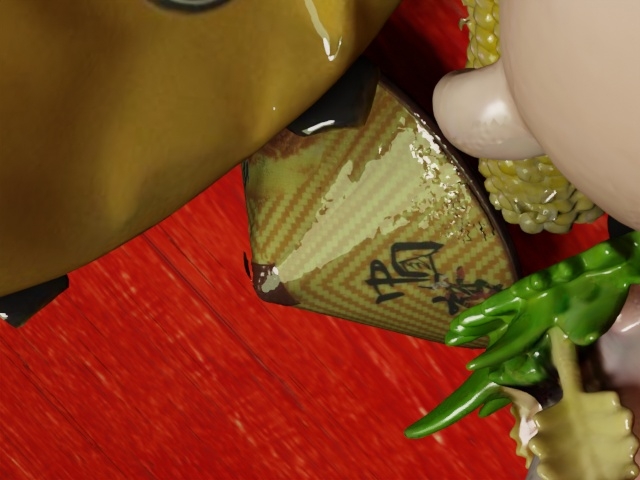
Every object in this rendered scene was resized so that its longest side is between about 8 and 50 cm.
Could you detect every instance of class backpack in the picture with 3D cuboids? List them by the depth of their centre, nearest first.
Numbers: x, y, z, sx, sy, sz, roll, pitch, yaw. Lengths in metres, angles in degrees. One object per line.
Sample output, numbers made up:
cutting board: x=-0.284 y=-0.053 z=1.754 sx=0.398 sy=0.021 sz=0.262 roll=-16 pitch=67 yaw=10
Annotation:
backpack: x=-0.134 y=-0.158 z=0.572 sx=0.201 sy=0.353 sz=0.378 roll=32 pitch=156 yaw=54

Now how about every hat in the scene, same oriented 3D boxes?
hat: x=0.000 y=0.000 z=0.788 sx=0.193 sy=0.082 sz=0.193 roll=39 pitch=155 yaw=22

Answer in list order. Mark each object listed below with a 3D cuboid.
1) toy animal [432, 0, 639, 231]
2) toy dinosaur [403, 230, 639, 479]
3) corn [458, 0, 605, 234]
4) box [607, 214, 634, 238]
toy animal: x=0.175 y=-0.074 z=0.466 sx=0.221 sy=0.229 sz=0.210 roll=40 pitch=149 yaw=1
toy dinosaur: x=0.133 y=0.092 z=0.674 sx=0.152 sy=0.194 sz=0.177 roll=-36 pitch=73 yaw=54
corn: x=0.088 y=-0.122 z=0.622 sx=0.086 sy=0.086 sz=0.288 roll=22 pitch=141 yaw=26
box: x=0.225 y=0.010 z=0.657 sx=0.212 sy=0.042 sz=0.201 roll=40 pitch=145 yaw=8
